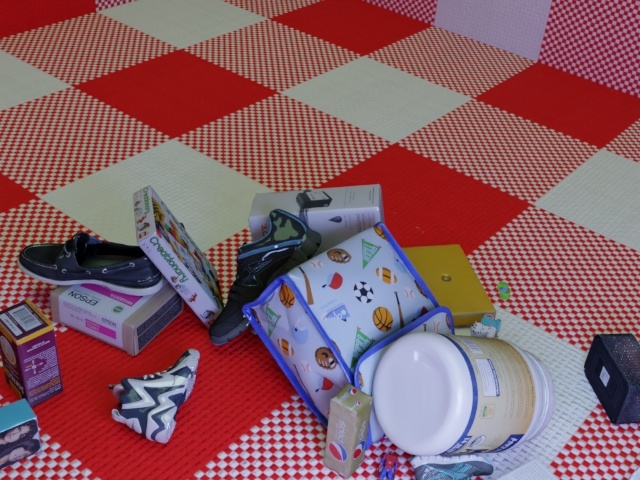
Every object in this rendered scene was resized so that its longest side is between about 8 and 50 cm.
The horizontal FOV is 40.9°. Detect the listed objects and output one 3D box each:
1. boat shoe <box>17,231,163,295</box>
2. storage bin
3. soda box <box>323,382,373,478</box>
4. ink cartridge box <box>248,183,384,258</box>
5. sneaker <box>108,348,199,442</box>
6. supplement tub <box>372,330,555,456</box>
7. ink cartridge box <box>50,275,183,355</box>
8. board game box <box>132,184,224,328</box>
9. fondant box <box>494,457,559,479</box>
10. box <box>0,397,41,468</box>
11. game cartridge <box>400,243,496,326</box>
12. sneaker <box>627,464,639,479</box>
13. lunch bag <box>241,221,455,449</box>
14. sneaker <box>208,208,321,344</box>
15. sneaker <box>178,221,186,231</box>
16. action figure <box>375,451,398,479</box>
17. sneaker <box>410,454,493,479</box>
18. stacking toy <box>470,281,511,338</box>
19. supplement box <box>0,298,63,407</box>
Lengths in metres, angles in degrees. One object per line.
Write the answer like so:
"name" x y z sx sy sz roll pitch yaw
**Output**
"boat shoe" -0.521 0.036 1.927 0.340 0.113 0.127 12 36 12
"storage bin" 0.654 0.298 1.863 0.084 0.122 0.180 -1 35 -10
"soda box" 0.052 0.363 1.632 0.061 0.181 0.058 26 40 27
"ink cartridge box" 0.000 0.000 2.054 0.308 0.223 0.129 -4 30 8
"sneaker" -0.346 0.295 1.750 0.153 0.094 0.235 17 46 2
"supplement tub" 0.282 0.296 1.654 0.316 0.228 0.228 10 26 -41
"ink cartridge box" -0.462 0.140 1.963 0.235 0.088 0.193 19 36 18
"board game box" -0.320 0.040 1.954 0.053 0.305 0.193 -28 38 5
"fondant box" 0.333 0.546 1.487 0.330 0.096 0.238 -18 41 -29
"box" -0.643 0.388 1.572 0.244 0.100 0.060 -21 44 -32
"game cartridge" 0.236 0.117 2.133 0.324 0.052 0.285 -5 36 -10
"sneaker" 0.607 0.495 1.638 0.077 0.072 0.178 40 54 23
"lunch bag" 0.092 0.200 1.795 0.328 0.239 0.385 -27 81 -38
"sneaker" -0.152 0.083 1.933 0.140 0.125 0.341 40 83 -6
"sneaker" -0.367 0.020 2.154 0.067 0.078 0.188 2 36 -5
"action figure" 0.128 0.447 1.658 0.038 0.030 0.115 17 31 7
"sneaker" 0.254 0.454 1.651 0.167 0.065 0.076 3 59 -11
"stacking toy" 0.366 0.211 1.908 0.052 0.166 0.221 17 37 16
"supplement box" -0.587 0.228 1.729 0.081 0.188 0.104 -26 46 -36
